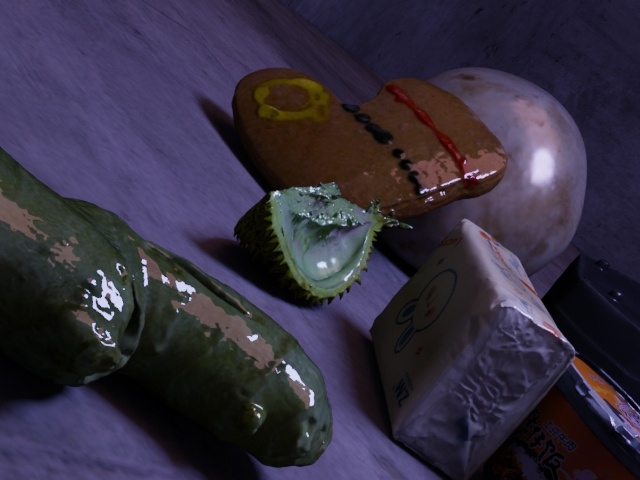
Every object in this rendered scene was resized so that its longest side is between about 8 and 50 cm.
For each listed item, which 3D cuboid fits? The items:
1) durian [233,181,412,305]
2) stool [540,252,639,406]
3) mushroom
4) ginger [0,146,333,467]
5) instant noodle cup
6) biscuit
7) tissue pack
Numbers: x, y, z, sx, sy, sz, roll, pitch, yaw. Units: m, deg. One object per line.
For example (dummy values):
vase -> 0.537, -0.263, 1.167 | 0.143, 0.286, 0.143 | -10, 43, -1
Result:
durian -> 0.000, 0.000, 0.968 | 0.086, 0.100, 0.215 | 52, 23, 26
stool -> 0.368, 0.132, 1.377 | 0.232, 0.141, 0.232 | 31, 21, -13
mushroom -> 0.195, -0.069, 1.453 | 0.297, 0.297, 0.290 | 45, -14, 17
ginger -> -0.107, 0.039, 0.580 | 0.290, 0.089, 0.137 | 37, -5, -39
instant noodle cup -> 0.214, 0.189, 0.903 | 0.208, 0.125, 0.177 | 35, 16, -41
biscuit -> 0.051, -0.129, 1.269 | 0.277, 0.052, 0.262 | -14, 52, -19
tissue pack -> 0.118, 0.085, 0.928 | 0.092, 0.148, 0.196 | 34, 14, -16
